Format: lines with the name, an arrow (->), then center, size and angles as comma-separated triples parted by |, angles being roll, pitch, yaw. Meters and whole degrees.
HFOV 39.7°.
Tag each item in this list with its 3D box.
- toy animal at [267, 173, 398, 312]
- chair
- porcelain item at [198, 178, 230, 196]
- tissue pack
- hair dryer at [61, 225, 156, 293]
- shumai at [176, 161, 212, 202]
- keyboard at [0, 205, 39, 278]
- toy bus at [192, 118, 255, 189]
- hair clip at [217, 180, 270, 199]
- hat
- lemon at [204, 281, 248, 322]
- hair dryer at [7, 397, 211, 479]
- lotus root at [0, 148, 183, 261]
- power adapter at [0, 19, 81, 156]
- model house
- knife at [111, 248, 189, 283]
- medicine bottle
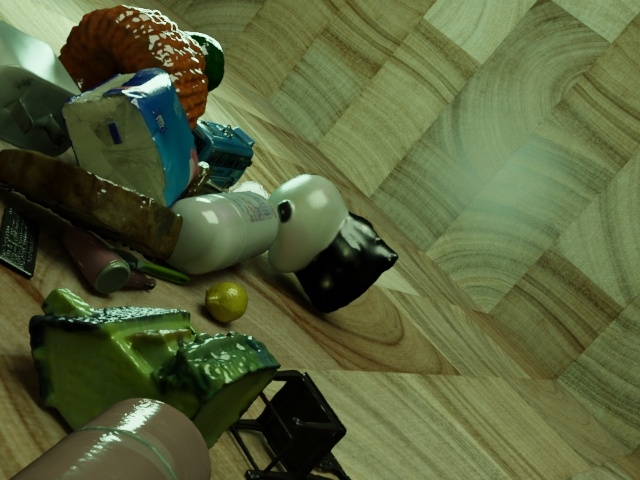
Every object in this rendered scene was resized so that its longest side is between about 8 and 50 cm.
toy animal -> -0.006, 0.003, 1.777 | 0.267, 0.212, 0.212 | 42, 12, -8
chair -> -0.015, 0.245, 1.137 | 0.229, 0.113, 0.106 | 21, 25, -49
porcelain item -> -0.250, -0.109, 1.743 | 0.216, 0.081, 0.069 | 41, 4, 2
tissue pack -> -0.286, -0.158, 1.404 | 0.269, 0.137, 0.209 | -77, 150, -72
hair dryer -> -0.280, 0.043, 1.226 | 0.106, 0.054, 0.154 | 40, 0, 35
shumai -> -0.258, -0.093, 1.593 | 0.105, 0.123, 0.139 | 19, 33, -37
keyboard -> -0.382, -0.001, 1.125 | 0.053, 0.010, 0.155 | 35, 13, -27
toy bus -> -0.244, -0.190, 1.929 | 0.113, 0.134, 0.246 | 44, 14, 14
hair clip -> -0.175, -0.083, 1.833 | 0.138, 0.102, 0.123 | 31, 13, -36
hat -> -0.325, -0.294, 1.734 | 0.285, 0.285, 0.400 | 42, 14, 8
lemon -> -0.147, 0.095, 1.375 | 0.065, 0.065, 0.092 | 46, 14, 26
hair dryer -> -0.100, 0.298, 0.694 | 0.352, 0.125, 0.210 | 48, 13, 2
lotus root -> -0.310, -0.052, 1.206 | 0.261, 0.074, 0.170 | 28, -9, -24
power adapter -> -0.476, -0.231, 1.405 | 0.187, 0.124, 0.255 | 24, 21, -50
model house -> -0.178, 0.120, 0.937 | 0.211, 0.170, 0.194 | 43, 14, 15
knife -> -0.262, 0.038, 1.324 | 0.184, 0.022, 0.026 | 25, 46, -51
medicine bottle -> -0.175, -0.017, 1.525 | 0.130, 0.130, 0.341 | 42, 11, 6
